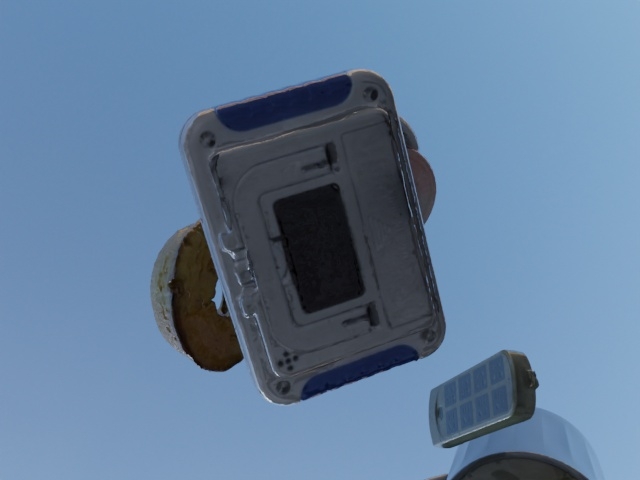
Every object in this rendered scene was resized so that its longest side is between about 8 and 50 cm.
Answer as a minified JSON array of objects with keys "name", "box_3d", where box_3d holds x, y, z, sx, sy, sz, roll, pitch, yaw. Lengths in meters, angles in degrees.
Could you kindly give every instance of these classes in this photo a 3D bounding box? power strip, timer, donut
[{"name":"power strip","box_3d":[0.187,0.201,0.779,0.029,0.227,0.080,10,-121,-17]},{"name":"timer","box_3d":[0.000,0.000,0.519,0.178,0.078,0.254,-19,-76,-10]},{"name":"donut","box_3d":[-0.129,0.058,0.736,0.162,0.065,0.179,-18,-76,-53]}]

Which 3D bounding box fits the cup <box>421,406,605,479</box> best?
[{"name":"cup","box_3d":[0.260,0.390,0.930,0.327,0.322,0.237,10,-106,-72]}]

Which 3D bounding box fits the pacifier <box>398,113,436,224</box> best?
[{"name":"pacifier","box_3d":[0.024,-0.034,0.876,0.331,0.220,0.273,9,-107,-29]}]
